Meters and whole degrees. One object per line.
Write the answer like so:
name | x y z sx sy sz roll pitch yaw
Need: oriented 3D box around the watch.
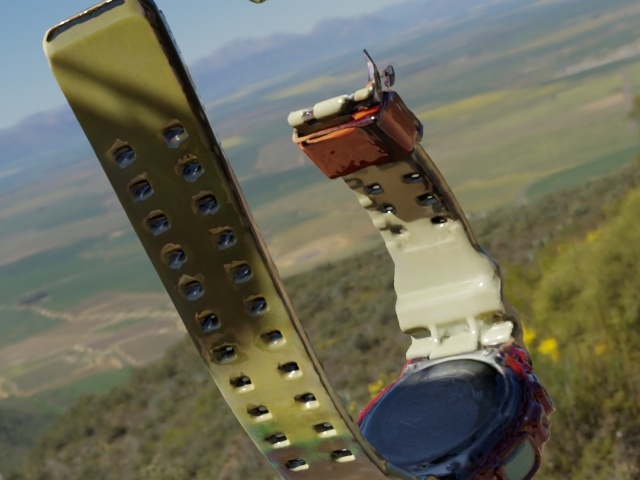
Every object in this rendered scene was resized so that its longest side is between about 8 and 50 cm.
watch | 0.005 0.003 0.502 0.102 0.268 0.165 -17 19 32

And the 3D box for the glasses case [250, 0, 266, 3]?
glasses case | -0.033 -0.261 0.808 0.095 0.062 0.272 -46 29 26
